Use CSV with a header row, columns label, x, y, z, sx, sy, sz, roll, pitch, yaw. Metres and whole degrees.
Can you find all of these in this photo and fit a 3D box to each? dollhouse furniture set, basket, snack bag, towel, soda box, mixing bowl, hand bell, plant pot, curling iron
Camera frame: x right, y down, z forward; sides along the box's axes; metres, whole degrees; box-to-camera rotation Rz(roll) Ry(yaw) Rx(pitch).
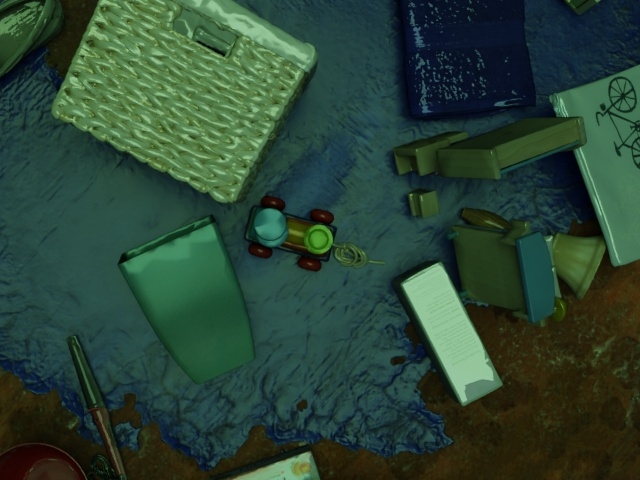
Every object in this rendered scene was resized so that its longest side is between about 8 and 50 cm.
label,x,y,z,sx,sy,sz,roll,pitch,yaw
dollhouse furniture set,0.306,-0.032,1.730,0.198,0.286,0.303,-20,105,-28
basket,-0.205,-0.238,1.625,0.328,0.331,0.266,27,92,-4
snack bag,0.569,-0.140,1.781,0.342,0.037,0.323,-21,91,-24
towel,0.241,-0.364,1.792,0.227,0.076,0.308,-6,89,-12
soda box,-0.095,0.401,1.746,0.183,0.063,0.058,-17,91,-5
mixing bowl,-0.449,0.409,1.692,0.181,0.098,0.181,0,90,3
hand bell,0.355,0.001,1.789,0.242,0.126,0.126,22,87,8
plant pot,-0.203,0.101,1.700,0.165,0.166,0.234,-24,99,-5
curling iron,-0.381,0.292,1.737,0.068,0.035,0.274,-13,90,-5

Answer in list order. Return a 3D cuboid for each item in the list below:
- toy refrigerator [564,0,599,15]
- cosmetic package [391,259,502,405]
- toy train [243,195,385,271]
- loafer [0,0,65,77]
label,x,y,z,sx,sy,sz,roll,pitch,yaw
toy refrigerator,0.396,-0.520,1.789,0.094,0.102,0.269,-43,93,-4
cosmetic package,0.210,0.153,1.753,0.085,0.117,0.231,-28,93,-3
toy train,0.000,0.000,1.722,0.248,0.143,0.105,15,88,-4
loafer,-0.559,-0.302,1.694,0.319,0.111,0.112,-41,92,-5
